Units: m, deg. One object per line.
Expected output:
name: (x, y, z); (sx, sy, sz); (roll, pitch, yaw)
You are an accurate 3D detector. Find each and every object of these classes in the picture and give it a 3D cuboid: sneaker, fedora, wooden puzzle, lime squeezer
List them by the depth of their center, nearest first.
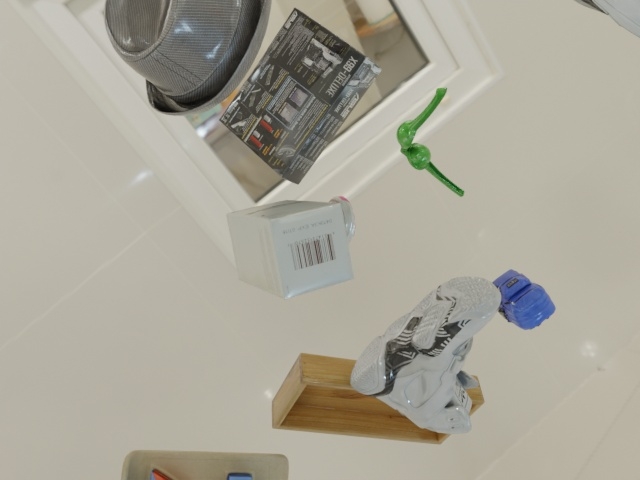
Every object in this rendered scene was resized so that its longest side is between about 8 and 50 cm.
fedora: (-0.179, -0.292, 0.789); (0.244, 0.124, 0.275); (-20, 63, 34)
sneaker: (0.232, 0.216, 1.147); (0.366, 0.210, 0.137); (-45, 11, 39)
lime squeezer: (0.209, -0.186, 1.242); (0.110, 0.310, 0.058); (-9, 55, 14)
wooden puzzle: (-0.233, 0.594, 1.282); (0.080, 0.348, 0.322); (137, 137, -68)
sneaker: (0.000, 0.000, 1.640); (0.103, 0.111, 0.252); (38, 112, 41)

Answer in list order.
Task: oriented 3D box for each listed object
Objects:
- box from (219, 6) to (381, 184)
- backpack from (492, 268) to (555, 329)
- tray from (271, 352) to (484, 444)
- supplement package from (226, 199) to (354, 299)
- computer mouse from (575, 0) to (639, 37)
box: (-0.051, -0.315, 1.389); (0.242, 0.076, 0.307); (43, 103, 30)
backpack: (0.412, 0.123, 1.316); (0.098, 0.101, 0.120); (-41, 24, 2)
tray: (0.120, 0.348, 1.385); (0.076, 0.411, 0.202); (-95, 24, -43)
supplement package: (-0.047, 0.005, 0.877); (0.105, 0.105, 0.179); (-16, 11, -24)
computer mouse: (0.264, -0.190, 0.499); (0.106, 0.193, 0.042); (-57, -10, 20)
